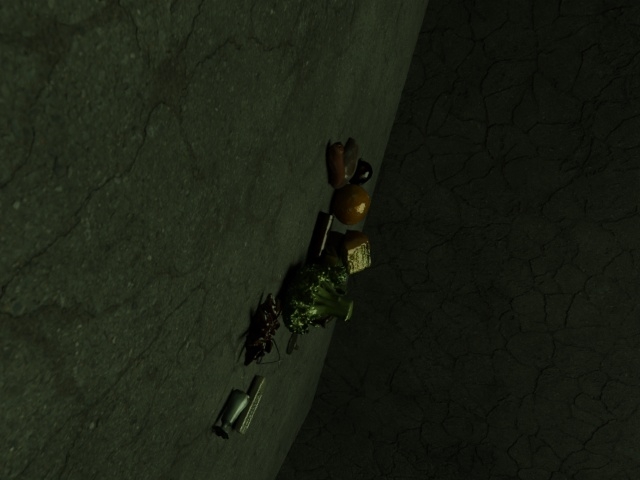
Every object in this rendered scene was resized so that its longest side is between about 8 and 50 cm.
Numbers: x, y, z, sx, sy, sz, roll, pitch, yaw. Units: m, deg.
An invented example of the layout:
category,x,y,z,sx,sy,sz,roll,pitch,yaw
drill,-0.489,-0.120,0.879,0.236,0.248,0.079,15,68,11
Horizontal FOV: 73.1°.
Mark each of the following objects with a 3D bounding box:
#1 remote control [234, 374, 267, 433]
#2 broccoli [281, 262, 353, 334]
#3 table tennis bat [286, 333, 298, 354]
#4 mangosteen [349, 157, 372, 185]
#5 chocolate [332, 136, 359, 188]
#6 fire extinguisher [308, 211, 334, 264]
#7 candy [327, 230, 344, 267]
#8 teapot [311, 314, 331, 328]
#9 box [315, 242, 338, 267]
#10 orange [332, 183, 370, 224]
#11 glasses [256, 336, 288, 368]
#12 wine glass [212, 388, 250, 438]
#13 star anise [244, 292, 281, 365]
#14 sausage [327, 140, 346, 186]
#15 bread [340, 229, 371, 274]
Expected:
category,x,y,z,sx,sy,sz,roll,pitch,yaw
remote control,-0.287,0.670,1.771,0.090,0.049,0.230,90,21,-59
broccoli,-0.018,0.238,1.866,0.338,0.317,0.278,-134,-126,-74
table tennis bat,-0.147,0.567,2.362,0.234,0.022,0.131,77,32,-64
mangosteen,0.200,-0.368,2.296,0.152,0.152,0.153,18,90,-79
chocolate,0.137,-0.368,2.104,0.161,0.083,0.262,90,22,-53
fire extinguisher,0.000,0.000,2.041,0.089,0.072,0.268,-13,120,-72
candy,0.064,0.072,2.376,0.260,0.117,0.260,15,90,-74
teapot,-0.013,0.328,2.241,0.175,0.185,0.268,61,10,-74
box,0.023,0.109,2.133,0.240,0.071,0.160,-112,-138,-75
orange,0.158,-0.187,2.239,0.219,0.192,0.220,6,90,-66
glasses,-0.192,0.479,1.795,0.140,0.103,0.063,-55,162,-46
wine glass,-0.313,0.608,1.517,0.155,0.072,0.072,-59,163,-46
star anise,-0.204,0.328,1.557,0.288,0.088,0.289,20,90,-79
sausage,0.071,-0.322,1.886,0.304,0.078,0.078,80,30,-66
bread,0.184,0.047,2.289,0.262,0.162,0.205,-69,153,-65
